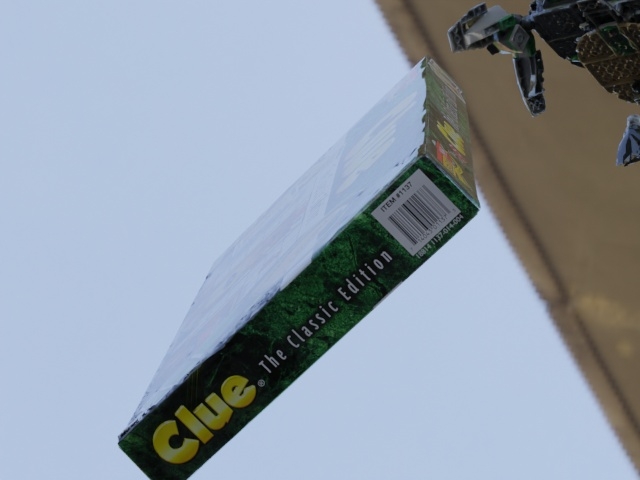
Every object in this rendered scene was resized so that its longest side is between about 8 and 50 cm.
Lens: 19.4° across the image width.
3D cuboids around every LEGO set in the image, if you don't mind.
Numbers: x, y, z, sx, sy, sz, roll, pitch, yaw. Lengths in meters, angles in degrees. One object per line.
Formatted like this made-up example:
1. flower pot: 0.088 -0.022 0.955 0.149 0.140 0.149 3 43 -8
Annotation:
1. LEGO set: 0.064 -0.032 0.307 0.083 0.023 0.054 20 -29 -13

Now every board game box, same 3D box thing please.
1. board game box: 0.000 0.000 0.693 0.136 0.259 0.030 -41 -83 10
